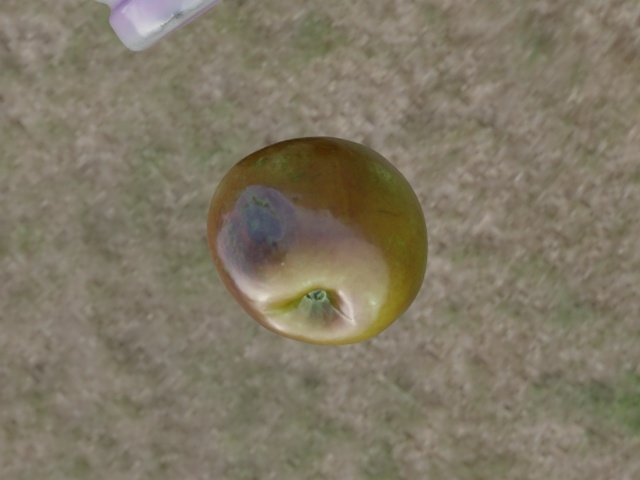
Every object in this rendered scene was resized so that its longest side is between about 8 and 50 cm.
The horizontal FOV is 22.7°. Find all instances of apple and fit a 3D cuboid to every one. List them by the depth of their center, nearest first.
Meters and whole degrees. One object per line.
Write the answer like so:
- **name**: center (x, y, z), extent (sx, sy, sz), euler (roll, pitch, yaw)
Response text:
- **apple**: center (0.000, 0.000, 0.818), extent (0.114, 0.102, 0.099), euler (21, 129, -31)

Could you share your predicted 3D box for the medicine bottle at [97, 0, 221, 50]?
- **medicine bottle**: center (-0.138, -0.317, 1.105), extent (0.212, 0.212, 0.325), euler (-29, 100, 42)
